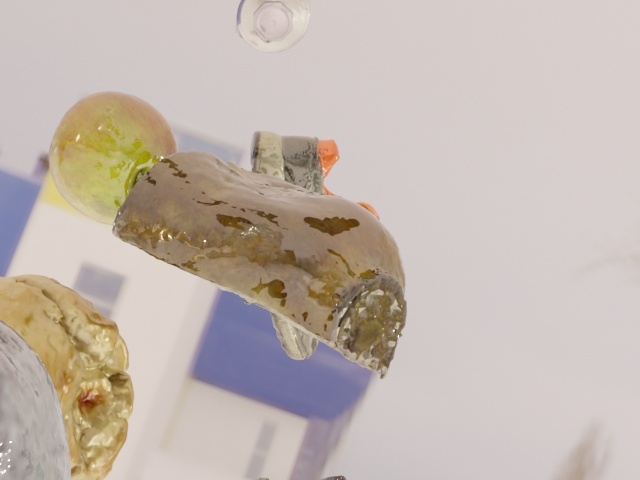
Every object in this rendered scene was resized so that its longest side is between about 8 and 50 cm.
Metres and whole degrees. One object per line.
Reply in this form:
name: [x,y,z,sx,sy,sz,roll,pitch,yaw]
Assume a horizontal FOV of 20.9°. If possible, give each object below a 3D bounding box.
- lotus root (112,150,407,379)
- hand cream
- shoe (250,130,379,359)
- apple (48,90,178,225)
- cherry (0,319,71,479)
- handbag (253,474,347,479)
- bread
lotus root: [-0.025,0.015,1.740,0.267,0.149,0.260,26,-1,-41]
hand cream: [-0.036,-0.176,1.307,0.053,0.084,0.142,50,10,-15]
shoe: [0.000,0.000,2.423,0.171,0.336,0.132,-8,20,-2]
apple: [-0.299,-0.117,2.538,0.196,0.196,0.196,18,-16,5]
cherry: [-0.263,0.167,1.045,0.218,0.296,0.255,35,29,20]
handbag: [-0.046,0.299,1.585,0.113,0.162,0.260,-1,-8,-43]
bread: [-0.280,0.151,1.768,0.134,0.244,0.244,-1,-23,24]
